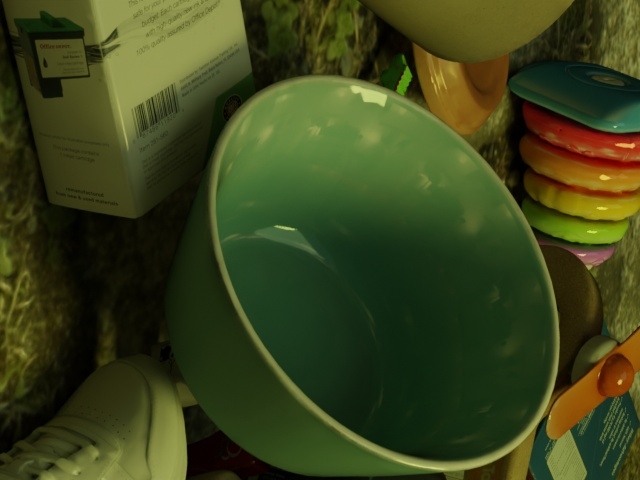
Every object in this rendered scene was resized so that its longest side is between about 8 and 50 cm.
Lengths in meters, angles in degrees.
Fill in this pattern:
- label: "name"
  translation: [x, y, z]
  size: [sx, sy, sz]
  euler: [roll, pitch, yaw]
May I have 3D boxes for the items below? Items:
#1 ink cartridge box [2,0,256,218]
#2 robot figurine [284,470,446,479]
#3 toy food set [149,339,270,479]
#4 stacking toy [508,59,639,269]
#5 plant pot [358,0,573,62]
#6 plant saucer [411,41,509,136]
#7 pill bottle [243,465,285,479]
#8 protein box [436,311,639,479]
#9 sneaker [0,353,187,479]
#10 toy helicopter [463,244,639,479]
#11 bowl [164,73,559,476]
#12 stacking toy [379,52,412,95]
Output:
- label: "ink cartridge box"
  translation: [-0.135, -0.151, 1.258]
  size: [0.160, 0.092, 0.219]
  euler: [-40, 130, -46]
- label: "robot figurine"
  translation: [0.037, 0.278, 1.364]
  size: [0.174, 0.209, 0.278]
  euler: [94, -5, -52]
- label: "toy food set"
  translation: [-0.111, 0.144, 1.401]
  size: [0.111, 0.104, 0.232]
  euler: [30, 54, -42]
- label: "stacking toy"
  translation: [0.273, -0.030, 1.893]
  size: [0.175, 0.165, 0.302]
  euler: [-7, 116, -41]
- label: "plant pot"
  translation: [0.056, -0.304, 1.408]
  size: [0.274, 0.256, 0.256]
  euler: [19, 82, -42]
- label: "plant saucer"
  translation: [0.137, -0.199, 1.677]
  size: [0.200, 0.037, 0.200]
  euler: [-4, 90, -66]
- label: "pill bottle"
  translation: [-0.020, 0.216, 1.528]
  size: [0.094, 0.094, 0.169]
  euler: [34, 70, -55]
- label: "protein box"
  translation: [0.220, 0.196, 1.857]
  size: [0.200, 0.136, 0.201]
  euler: [-59, 142, -31]
- label: "sneaker"
  translation: [-0.195, 0.191, 1.231]
  size: [0.305, 0.114, 0.152]
  euler: [-60, 143, -29]
- label: "toy helicopter"
  translation: [0.191, 0.161, 1.666]
  size: [0.140, 0.235, 0.355]
  euler: [54, 41, -49]
- label: "bowl"
  translation: [0.008, 0.049, 1.314]
  size: [0.311, 0.163, 0.312]
  euler: [20, 54, -29]
- label: "stacking toy"
  translation: [0.084, -0.034, 1.620]
  size: [0.167, 0.052, 0.221]
  euler: [57, 40, -53]
